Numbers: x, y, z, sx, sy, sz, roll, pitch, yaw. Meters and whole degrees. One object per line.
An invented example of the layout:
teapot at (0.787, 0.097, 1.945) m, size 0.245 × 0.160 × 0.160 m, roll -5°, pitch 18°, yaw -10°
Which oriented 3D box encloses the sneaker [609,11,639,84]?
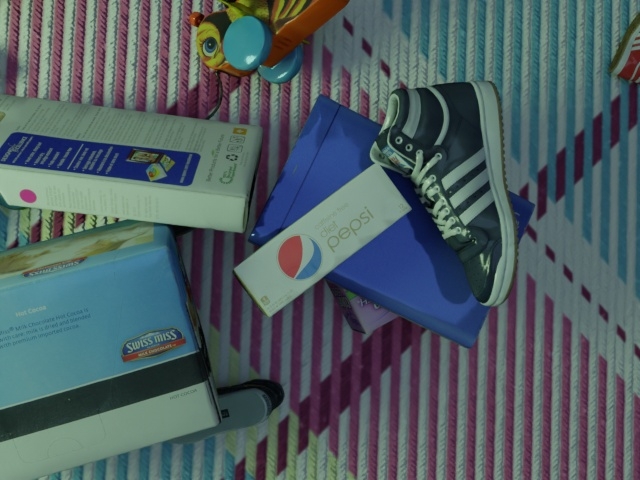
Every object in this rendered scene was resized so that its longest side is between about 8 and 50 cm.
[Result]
sneaker at (0.502, -0.298, 1.200) m, size 0.067 × 0.042 × 0.118 m, roll 27°, pitch 91°, yaw -2°

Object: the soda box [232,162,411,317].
soda box at (0.000, 0.000, 0.936) m, size 0.216 × 0.069 × 0.074 m, roll -37°, pitch 92°, yaw -8°

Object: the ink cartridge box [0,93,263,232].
ink cartridge box at (-0.264, -0.103, 0.977) m, size 0.371 × 0.176 × 0.069 m, roll 9°, pitch 127°, yaw -3°

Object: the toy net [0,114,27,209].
toy net at (-0.467, -0.145, 1.049) m, size 0.122 × 0.045 × 0.232 m, roll -19°, pitch 88°, yaw -7°

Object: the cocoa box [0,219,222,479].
cocoa box at (-0.320, 0.126, 0.937) m, size 0.347 × 0.231 × 0.228 m, roll -15°, pitch 105°, yaw -8°

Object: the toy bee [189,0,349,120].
toy bee at (-0.110, -0.282, 1.051) m, size 0.298 × 0.195 × 0.162 m, roll -36°, pitch 68°, yaw 2°

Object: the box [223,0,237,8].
box at (-0.126, -0.442, 1.003) m, size 0.103 × 0.261 × 0.184 m, roll -30°, pitch 92°, yaw -9°

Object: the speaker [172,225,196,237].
speaker at (-0.186, -0.039, 1.078) m, size 0.136 × 0.055 × 0.055 m, roll -25°, pitch 91°, yaw -9°

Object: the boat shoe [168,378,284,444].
boat shoe at (-0.141, 0.235, 1.070) m, size 0.183 × 0.083 × 0.065 m, roll -11°, pitch 88°, yaw 18°

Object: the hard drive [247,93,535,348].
hard drive at (0.095, -0.023, 1.007) m, size 0.318 × 0.040 × 0.210 m, roll 26°, pitch 83°, yaw -6°

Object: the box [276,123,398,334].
box at (0.090, -0.027, 1.087) m, size 0.213 × 0.117 × 0.243 m, roll -28°, pitch 90°, yaw -9°

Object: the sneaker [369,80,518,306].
sneaker at (0.145, -0.058, 0.943) m, size 0.153 × 0.099 × 0.282 m, roll -1°, pitch 79°, yaw -13°
